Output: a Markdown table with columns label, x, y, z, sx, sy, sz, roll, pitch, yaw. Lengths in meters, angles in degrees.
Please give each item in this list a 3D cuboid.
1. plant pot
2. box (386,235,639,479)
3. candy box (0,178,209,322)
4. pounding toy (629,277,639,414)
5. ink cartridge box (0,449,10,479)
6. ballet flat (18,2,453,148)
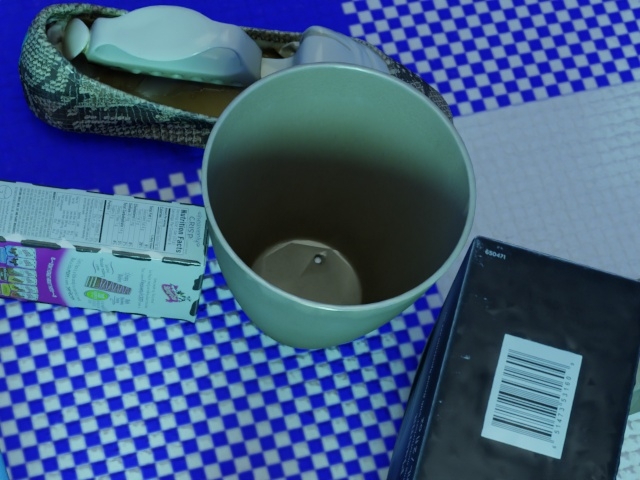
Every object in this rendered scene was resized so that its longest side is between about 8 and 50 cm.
| label | x | y | z | sx | sy | sz | roll | pitch | yaw |
| --- | --- | --- | --- | --- | --- | --- | --- | --- | --- |
| plant pot | 0.000 | 0.000 | 1.641 | 0.256 | 0.274 | 0.257 | 3 | 66 | -7 |
| box | 0.166 | 0.202 | 1.562 | 0.182 | 0.294 | 0.296 | 16 | 64 | 2 |
| candy box | -0.232 | 0.011 | 1.666 | 0.233 | 0.159 | 0.071 | 8 | 66 | -6 |
| pounding toy | 0.324 | 0.095 | 1.725 | 0.100 | 0.130 | 0.141 | -17 | 69 | -15 |
| ink cartridge box | -0.438 | 0.377 | 1.463 | 0.394 | 0.166 | 0.285 | -16 | 68 | -15 |
| ballet flat | -0.081 | -0.171 | 1.758 | 0.482 | 0.182 | 0.164 | 7 | 64 | -5 |
